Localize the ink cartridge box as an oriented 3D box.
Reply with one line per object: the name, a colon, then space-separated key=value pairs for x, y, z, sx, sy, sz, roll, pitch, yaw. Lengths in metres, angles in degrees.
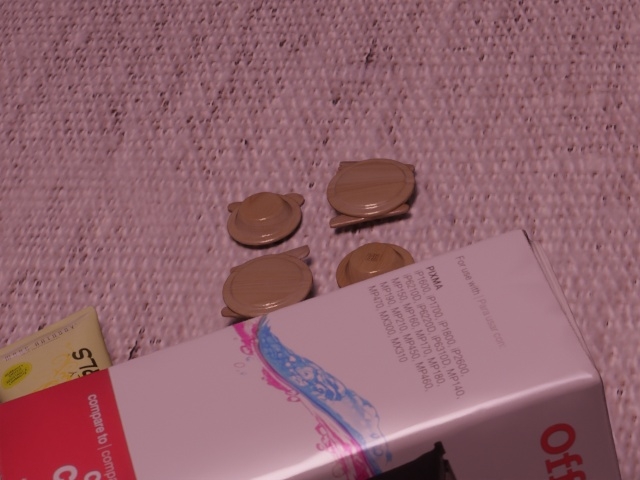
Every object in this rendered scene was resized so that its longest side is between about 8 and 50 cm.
ink cartridge box: x=0.004 y=0.152 z=1.066 sx=0.306 sy=0.226 sz=0.131 roll=-18 pitch=41 yaw=-1

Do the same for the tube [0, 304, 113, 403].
tube: x=-0.157 y=0.123 z=1.285 sx=0.070 sy=0.062 sz=0.240 roll=13 pitch=23 yaw=-30

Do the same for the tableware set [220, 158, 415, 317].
tableware set: x=0.000 y=0.000 z=1.397 sx=0.141 sy=0.020 sz=0.168 roll=-8 pitch=40 yaw=6
